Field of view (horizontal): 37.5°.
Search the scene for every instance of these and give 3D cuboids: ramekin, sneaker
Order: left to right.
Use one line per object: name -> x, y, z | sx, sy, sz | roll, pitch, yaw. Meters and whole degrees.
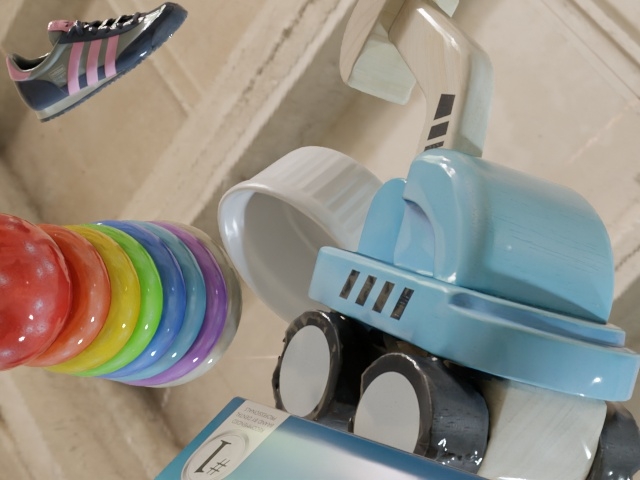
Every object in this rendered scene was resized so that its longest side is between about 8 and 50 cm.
sneaker -> -0.372, -0.321, 1.541 | 0.319, 0.112, 0.131 | -31, -67, 11
ramekin -> 0.000, 0.000, 1.339 | 0.277, 0.135, 0.277 | 30, -34, 24

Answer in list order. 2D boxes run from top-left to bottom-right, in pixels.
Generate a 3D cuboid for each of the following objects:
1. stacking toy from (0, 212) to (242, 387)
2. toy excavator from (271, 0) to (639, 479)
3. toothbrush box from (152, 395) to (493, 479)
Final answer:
stacking toy -> -0.158, 0.037, 0.644 | 0.141, 0.330, 0.141 | -1, -96, 9
toy excavator -> 0.121, -0.028, 0.848 | 0.433, 0.222, 0.445 | 19, -87, 62
toothbrush box -> -0.040, 0.212, 0.316 | 0.216, 0.295, 0.126 | 4, -50, 50
